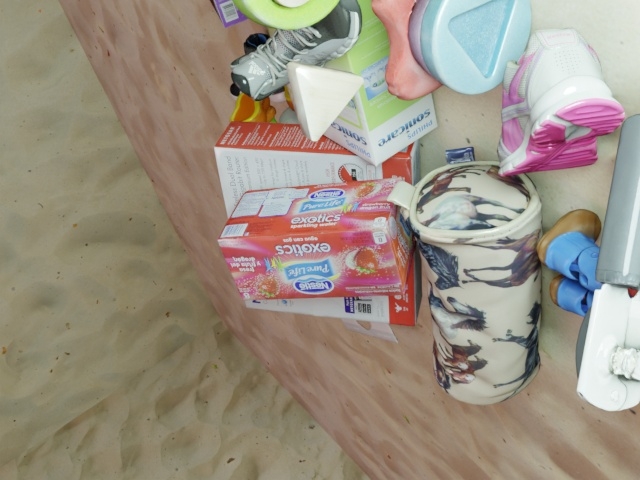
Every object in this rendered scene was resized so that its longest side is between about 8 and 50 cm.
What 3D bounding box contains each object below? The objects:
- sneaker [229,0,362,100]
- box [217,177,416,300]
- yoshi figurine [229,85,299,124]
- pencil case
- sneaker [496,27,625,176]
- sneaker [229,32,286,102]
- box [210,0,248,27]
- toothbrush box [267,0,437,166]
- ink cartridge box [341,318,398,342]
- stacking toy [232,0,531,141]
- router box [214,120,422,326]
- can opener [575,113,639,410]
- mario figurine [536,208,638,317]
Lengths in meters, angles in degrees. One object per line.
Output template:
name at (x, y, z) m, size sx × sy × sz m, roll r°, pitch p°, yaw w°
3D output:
sneaker at (-0.040, -0.221, 0.950) m, size 0.086 × 0.132 × 0.229 m, roll 54°, pitch 161°, yaw 0°
box at (0.000, 0.000, 1.169) m, size 0.257 × 0.128 × 0.122 m, roll -4°, pitch 127°, yaw 20°
yoshi figurine at (-0.003, -0.099, 1.375) m, size 0.204 × 0.203 × 0.362 m, roll 19°, pitch 152°, yaw 43°
pencil case at (0.216, 0.070, 1.127) m, size 0.184 × 0.160 × 0.410 m, roll 18°, pitch 144°, yaw 29°
sneaker at (0.238, -0.138, 0.829) m, size 0.252 × 0.103 × 0.111 m, roll 89°, pitch 173°, yaw -78°
sneaker at (-0.117, -0.324, 1.491) m, size 0.217 × 0.079 × 0.121 m, roll 13°, pitch 131°, yaw 54°
box at (-0.195, -0.515, 1.288) m, size 0.201 × 0.057 × 0.293 m, roll -117°, pitch 7°, yaw -49°
toothbrush box at (0.030, -0.274, 1.091) m, size 0.206 × 0.122 × 0.283 m, roll 38°, pitch 157°, yaw 44°
ink cartridge box at (0.073, 0.094, 1.739) m, size 0.238 × 0.060 × 0.275 m, roll 59°, pitch 162°, yaw -12°
stacking toy at (0.076, -0.243, 0.768) m, size 0.130 × 0.280 × 0.309 m, roll 37°, pitch 159°, yaw 50°
router box at (0.008, -0.022, 1.290) m, size 0.301 × 0.082 × 0.335 m, roll 4°, pitch 129°, yaw 15°
can opener at (0.283, 0.023, 0.752) m, size 0.093 × 0.074 × 0.280 m, roll -164°, pitch 85°, yaw -69°
mario figurine at (0.380, 0.072, 0.838) m, size 0.198 × 0.170 × 0.320 m, roll 25°, pitch -168°, yaw -30°
